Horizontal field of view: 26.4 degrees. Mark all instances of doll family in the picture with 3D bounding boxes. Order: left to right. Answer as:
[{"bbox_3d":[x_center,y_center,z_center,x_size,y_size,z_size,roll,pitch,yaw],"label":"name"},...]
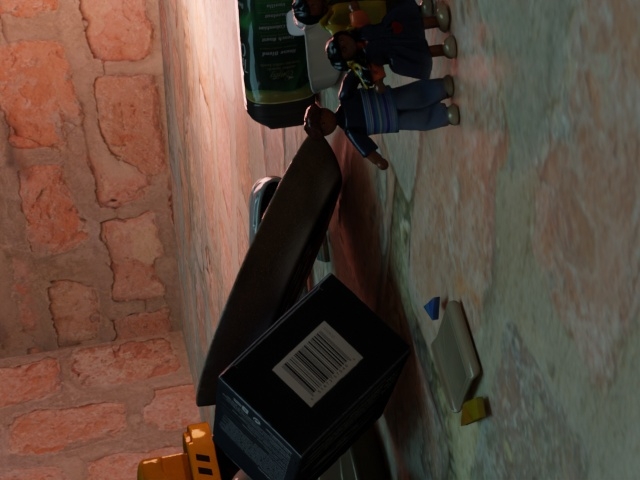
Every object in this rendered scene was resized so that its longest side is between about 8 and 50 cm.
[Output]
[{"bbox_3d":[0.033,-0.149,0.999,0.076,0.111,0.193,105,154,-66],"label":"doll family"}]

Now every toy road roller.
[{"bbox_3d":[-0.186,0.474,2.357,0.202,0.240,0.329,96,162,-56],"label":"toy road roller"}]

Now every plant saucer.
[{"bbox_3d":[-0.044,0.036,1.409,0.310,0.050,0.311,22,-90,-87],"label":"plant saucer"},{"bbox_3d":[0.038,0.293,1.540,0.278,0.041,0.278,172,90,-80],"label":"plant saucer"}]

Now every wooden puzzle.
[{"bbox_3d":[0.000,0.000,1.602,0.083,0.006,0.049,-163,65,-79],"label":"wooden puzzle"},{"bbox_3d":[0.107,0.093,1.071,0.078,0.014,0.116,113,147,-63],"label":"wooden puzzle"}]

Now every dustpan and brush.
[{"bbox_3d":[-0.009,-0.214,1.318,0.211,0.060,0.147,-149,52,-77],"label":"dustpan and brush"}]

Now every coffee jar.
[{"bbox_3d":[-0.051,-0.219,1.498,0.096,0.079,0.184,-121,24,-65],"label":"coffee jar"}]

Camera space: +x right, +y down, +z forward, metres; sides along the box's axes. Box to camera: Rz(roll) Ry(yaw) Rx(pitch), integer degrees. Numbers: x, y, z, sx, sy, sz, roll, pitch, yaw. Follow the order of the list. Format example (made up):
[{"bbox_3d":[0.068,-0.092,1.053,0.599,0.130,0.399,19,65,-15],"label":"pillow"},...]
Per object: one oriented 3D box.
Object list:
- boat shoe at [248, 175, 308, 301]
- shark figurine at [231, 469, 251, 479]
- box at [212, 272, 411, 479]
[{"bbox_3d":[-0.056,0.029,1.729,0.081,0.079,0.227,153,111,-84],"label":"boat shoe"},{"bbox_3d":[-0.048,0.250,1.913,0.116,0.166,0.278,-9,70,55],"label":"shark figurine"},{"bbox_3d":[-0.013,0.150,1.309,0.108,0.153,0.207,43,157,13],"label":"box"}]
